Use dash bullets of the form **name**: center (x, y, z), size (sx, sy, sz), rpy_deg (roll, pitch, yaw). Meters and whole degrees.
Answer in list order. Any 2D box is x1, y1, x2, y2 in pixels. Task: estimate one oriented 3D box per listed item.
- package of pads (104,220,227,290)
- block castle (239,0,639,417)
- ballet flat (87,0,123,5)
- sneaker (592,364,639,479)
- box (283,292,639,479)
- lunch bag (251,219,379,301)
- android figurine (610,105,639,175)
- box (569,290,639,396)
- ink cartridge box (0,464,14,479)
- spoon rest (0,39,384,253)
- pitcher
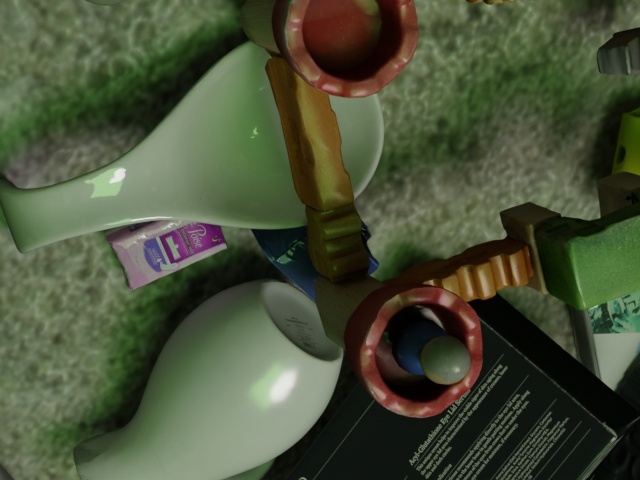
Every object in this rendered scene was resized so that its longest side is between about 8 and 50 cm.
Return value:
- **package of pads**: center (-0.113, -0.002, 1.200), size (0.083, 0.032, 0.050), rpy_deg (-24, 129, -6)
- **block castle**: center (0.195, -0.095, 1.084), size (0.453, 0.213, 0.303), rpy_deg (-17, 106, -15)
- **ballet flat**: center (-0.152, -0.231, 1.014), size (0.072, 0.068, 0.213), rpy_deg (-18, 126, -10)
- **sneaker**: center (0.286, 0.253, 1.393), size (0.131, 0.112, 0.319), rpy_deg (9, 114, -29)
- **box**: center (0.098, 0.183, 1.298), size (0.261, 0.184, 0.103), rpy_deg (-54, 165, 17)
- **lunch bag**: center (0.000, 0.000, 1.222), size (0.065, 0.067, 0.098), rpy_deg (-40, 129, 8)
- **android figurine**: center (0.348, -0.035, 1.296), size (0.248, 0.056, 0.273), rpy_deg (4, 103, -14)
- **box**: center (0.380, 0.074, 1.424), size (0.322, 0.058, 0.232), rpy_deg (-22, 127, -7)
- **ink cartridge box**: center (-0.331, 0.336, 1.274), size (0.309, 0.130, 0.272), rpy_deg (-31, 129, 0)
- **spoon rest**: center (-0.086, -0.054, 1.134), size (0.276, 0.084, 0.137), rpy_deg (-20, 102, -6)
- **pitcher**: center (-0.064, 0.130, 1.263), size (0.207, 0.125, 0.177), rpy_deg (-46, 147, 24)
